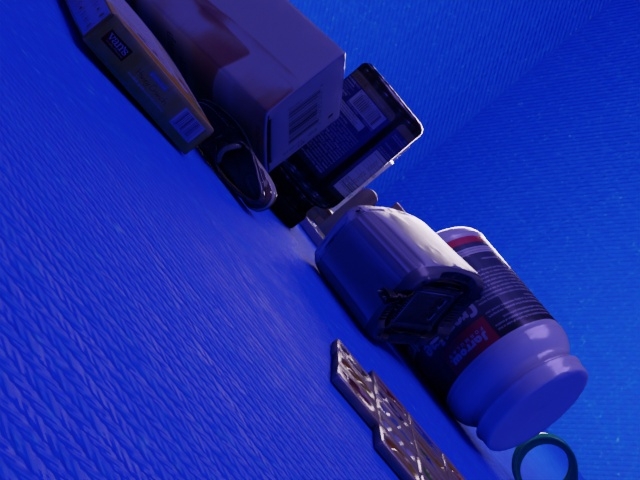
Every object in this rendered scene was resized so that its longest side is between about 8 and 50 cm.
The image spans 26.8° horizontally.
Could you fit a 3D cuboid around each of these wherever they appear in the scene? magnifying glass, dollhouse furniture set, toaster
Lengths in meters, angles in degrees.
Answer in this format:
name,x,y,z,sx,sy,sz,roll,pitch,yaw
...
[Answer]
name,x,y,z,sx,sy,sz,roll,pitch,yaw
magnifying glass,0.350,0.376,1.926,0.231,0.092,0.026,60,-1,-12
dollhouse furniture set,0.061,-0.037,2.109,0.144,0.123,0.151,50,5,-3
toaster,0.092,0.044,1.700,0.227,0.129,0.146,8,34,-54

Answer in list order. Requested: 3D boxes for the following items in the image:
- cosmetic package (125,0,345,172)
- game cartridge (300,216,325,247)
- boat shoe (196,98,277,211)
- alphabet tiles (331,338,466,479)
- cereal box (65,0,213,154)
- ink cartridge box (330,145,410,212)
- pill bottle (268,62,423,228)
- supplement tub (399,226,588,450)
name,x,y,z,sx,sy,sz,roll,pitch,yaw
cosmetic package,-0.118,-0.242,1.606,0.296,0.129,0.153,45,-19,19
game cartridge,0.000,0.000,1.922,0.083,0.017,0.056,52,9,24
boat shoe,-0.102,-0.102,1.526,0.152,0.056,0.049,51,0,8
alphabet tiles,0.123,0.239,1.267,0.342,0.011,0.285,50,5,-4
cereal box,-0.205,-0.208,1.442,0.173,0.047,0.240,49,4,-33
ink cartridge box,0.040,-0.139,2.236,0.115,0.198,0.067,51,5,9
pill bottle,0.016,-0.120,1.764,0.123,0.219,0.123,50,5,-6
supplement tub,0.218,0.133,1.851,0.272,0.191,0.191,52,5,29
